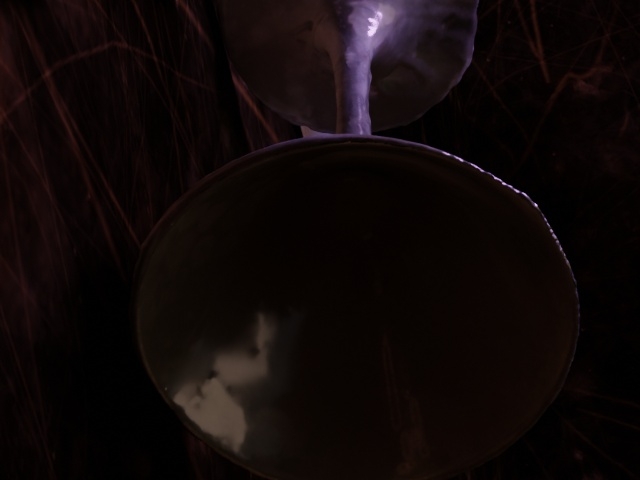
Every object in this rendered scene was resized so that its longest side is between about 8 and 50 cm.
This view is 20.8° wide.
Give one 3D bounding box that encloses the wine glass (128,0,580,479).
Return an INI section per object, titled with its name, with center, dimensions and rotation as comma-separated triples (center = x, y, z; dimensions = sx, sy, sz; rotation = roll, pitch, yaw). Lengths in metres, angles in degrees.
[wine glass]
center = 0.023, -0.062, 1.179
dimensions = 0.406, 0.267, 0.267
rotation = -89, 167, -54

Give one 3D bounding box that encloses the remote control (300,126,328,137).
[remote control]
center = -0.005, -0.169, 1.593
dimensions = 0.103, 0.051, 0.293
rotation = -85, 163, -46
